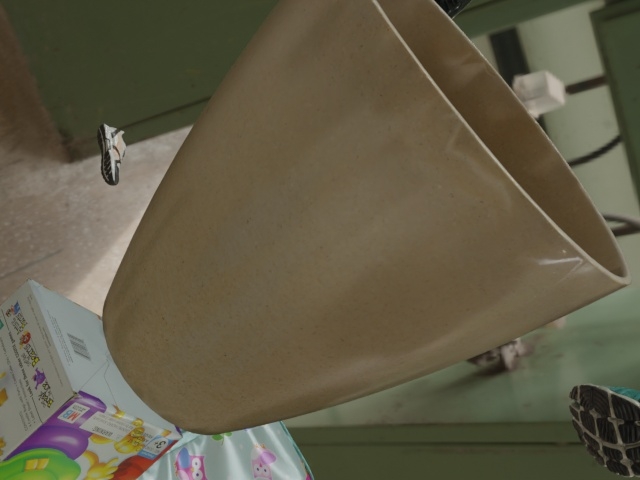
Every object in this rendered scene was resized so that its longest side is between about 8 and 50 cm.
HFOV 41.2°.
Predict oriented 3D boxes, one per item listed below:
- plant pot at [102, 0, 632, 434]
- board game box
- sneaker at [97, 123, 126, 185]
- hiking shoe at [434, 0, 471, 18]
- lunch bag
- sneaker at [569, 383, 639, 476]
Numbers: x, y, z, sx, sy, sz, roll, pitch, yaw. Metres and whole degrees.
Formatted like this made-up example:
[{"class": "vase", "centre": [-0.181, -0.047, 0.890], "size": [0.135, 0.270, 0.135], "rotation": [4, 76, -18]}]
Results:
[{"class": "plant pot", "centre": [0.000, 0.000, 0.534], "size": [0.256, 0.274, 0.256], "rotation": [42, 23, -22]}, {"class": "board game box", "centre": [-0.287, 0.195, 0.758], "size": [0.142, 0.275, 0.144], "rotation": [41, 9, -50]}, {"class": "sneaker", "centre": [-0.338, -0.141, 1.402], "size": [0.044, 0.040, 0.109], "rotation": [7, 66, -40]}, {"class": "hiking shoe", "centre": [0.057, -0.237, 0.807], "size": [0.132, 0.304, 0.113], "rotation": [-36, 106, -28]}, {"class": "lunch bag", "centre": [-0.146, 0.268, 0.930], "size": [0.279, 0.108, 0.224], "rotation": [-21, 82, -51]}, {"class": "sneaker", "centre": [0.415, 0.225, 1.009], "size": [0.110, 0.275, 0.107], "rotation": [-12, 98, -32]}]
